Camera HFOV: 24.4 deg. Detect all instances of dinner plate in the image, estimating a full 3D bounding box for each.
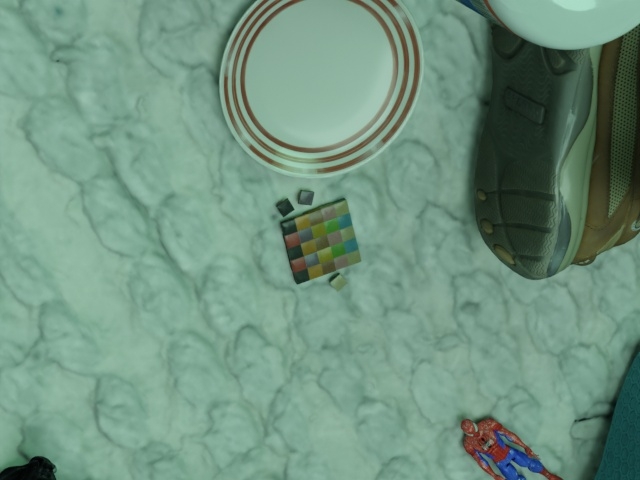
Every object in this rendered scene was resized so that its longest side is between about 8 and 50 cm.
[{"bbox_3d":[0.000,-0.108,0.968,0.141,0.017,0.141,-8,115,-18],"label":"dinner plate"}]

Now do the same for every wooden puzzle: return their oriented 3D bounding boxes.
[{"bbox_3d":[0.000,0.000,1.021,0.049,0.006,0.083,-20,118,-12],"label":"wooden puzzle"}]

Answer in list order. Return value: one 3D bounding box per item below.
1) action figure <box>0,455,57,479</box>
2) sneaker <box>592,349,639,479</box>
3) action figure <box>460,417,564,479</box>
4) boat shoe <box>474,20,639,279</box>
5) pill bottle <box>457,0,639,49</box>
[{"bbox_3d":[-0.115,0.266,1.020,0.276,0.141,0.164,36,85,-28],"label":"action figure"},{"bbox_3d":[0.313,0.236,1.178,0.208,0.127,0.319,12,109,-24],"label":"sneaker"},{"bbox_3d":[0.145,0.169,1.140,0.038,0.030,0.115,-46,118,8],"label":"action figure"},{"bbox_3d":[0.184,-0.131,0.980,0.116,0.123,0.324,-7,121,-26],"label":"boat shoe"},{"bbox_3d":[0.103,-0.195,0.850,0.124,0.221,0.124,-8,116,-17],"label":"pill bottle"}]
